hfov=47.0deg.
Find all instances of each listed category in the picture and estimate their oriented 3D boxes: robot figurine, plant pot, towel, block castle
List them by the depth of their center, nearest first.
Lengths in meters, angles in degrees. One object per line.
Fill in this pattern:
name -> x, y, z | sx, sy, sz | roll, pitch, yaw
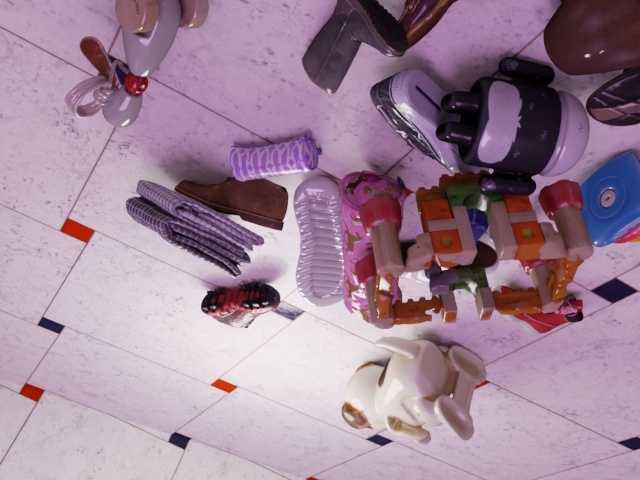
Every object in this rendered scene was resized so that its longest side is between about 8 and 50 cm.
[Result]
plant pot -> 0.486, -0.366, 1.199 | 0.215, 0.215, 0.230 | 28, 155, -20
robot figurine -> 0.365, -0.215, 1.399 | 0.278, 0.173, 0.209 | 8, 133, -5
block castle -> 0.304, 0.014, 1.536 | 0.453, 0.213, 0.303 | -5, 146, -2
towel -> -0.314, -0.029, 1.812 | 0.284, 0.121, 0.235 | 30, 175, -38

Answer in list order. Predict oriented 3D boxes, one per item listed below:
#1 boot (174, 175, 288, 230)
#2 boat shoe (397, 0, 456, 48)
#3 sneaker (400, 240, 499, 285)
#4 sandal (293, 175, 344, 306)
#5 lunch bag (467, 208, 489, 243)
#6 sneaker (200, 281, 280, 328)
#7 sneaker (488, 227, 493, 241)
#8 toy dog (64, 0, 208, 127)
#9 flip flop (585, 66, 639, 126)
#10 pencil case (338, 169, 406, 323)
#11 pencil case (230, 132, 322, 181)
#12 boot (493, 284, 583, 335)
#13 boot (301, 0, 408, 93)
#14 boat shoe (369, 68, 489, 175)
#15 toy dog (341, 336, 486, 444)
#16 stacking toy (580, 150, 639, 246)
boot -> -0.215, -0.116, 1.810 | 0.305, 0.115, 0.112 | 16, -177, 19
boat shoe -> 0.188, -0.421, 1.307 | 0.073, 0.073, 0.207 | 55, 134, 7
sneaker -> 0.320, 0.060, 1.872 | 0.290, 0.106, 0.123 | 3, 146, 31
sandal -> 0.016, -0.001, 1.885 | 0.169, 0.102, 0.416 | -4, 130, -3
lunch bag -> 0.355, -0.043, 1.746 | 0.065, 0.067, 0.098 | 17, 143, -6
sneaker -> -0.220, 0.198, 2.204 | 0.276, 0.097, 0.135 | -10, 137, 31
sneaker -> 0.425, -0.044, 1.695 | 0.038, 0.098, 0.069 | 33, 152, -2
toy dog -> -0.368, -0.388, 1.419 | 0.334, 0.161, 0.220 | -44, 162, 17
flip flop -> 0.606, -0.311, 1.324 | 0.112, 0.080, 0.277 | 33, 124, -19
pencil case -> 0.123, 0.021, 1.754 | 0.160, 0.167, 0.386 | 39, 145, 39
pencil case -> -0.105, -0.188, 1.679 | 0.206, 0.086, 0.088 | -7, 105, 21
boot -> 0.583, 0.165, 1.942 | 0.176, 0.088, 0.244 | -25, 138, 39
boot -> 0.056, -0.349, 1.374 | 0.076, 0.189, 0.208 | -14, 153, -40
boat shoe -> 0.231, -0.233, 1.514 | 0.119, 0.121, 0.335 | 5, 151, 49
toy dog -> 0.244, 0.480, 2.294 | 0.395, 0.284, 0.408 | 33, 141, -24
stacking toy -> 0.716, -0.051, 1.591 | 0.302, 0.165, 0.175 | 16, 136, -29
